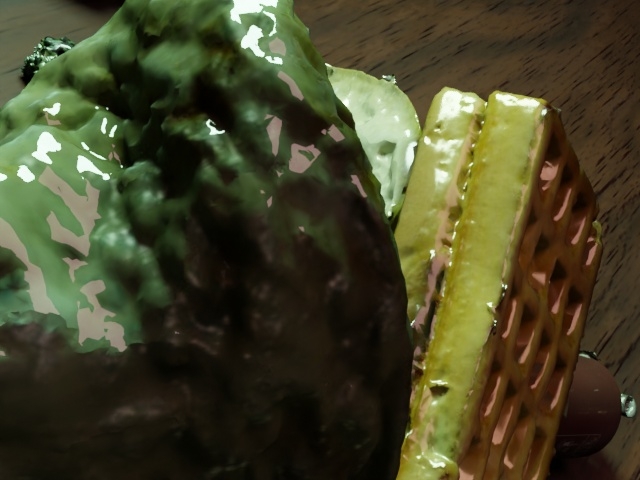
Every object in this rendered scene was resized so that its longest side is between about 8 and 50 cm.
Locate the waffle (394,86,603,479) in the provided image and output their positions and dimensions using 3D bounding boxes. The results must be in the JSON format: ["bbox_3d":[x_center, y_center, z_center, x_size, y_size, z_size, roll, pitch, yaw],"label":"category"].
[{"bbox_3d":[0.116,0.076,1.256,0.224,0.098,0.328,50,52,-55],"label":"waffle"}]

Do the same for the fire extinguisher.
[{"bbox_3d":[0.180,0.142,1.488,0.269,0.105,0.105,4,45,-49],"label":"fire extinguisher"}]

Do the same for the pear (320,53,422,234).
[{"bbox_3d":[0.001,0.001,1.368,0.178,0.267,0.267,49,17,-41],"label":"pear"}]

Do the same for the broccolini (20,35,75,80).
[{"bbox_3d":[-0.137,-0.093,1.463,0.254,0.057,0.071,31,72,-13],"label":"broccolini"}]

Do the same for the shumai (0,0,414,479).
[{"bbox_3d":[-0.141,0.042,1.044,0.323,0.397,0.324,-17,36,-25],"label":"shumai"}]
